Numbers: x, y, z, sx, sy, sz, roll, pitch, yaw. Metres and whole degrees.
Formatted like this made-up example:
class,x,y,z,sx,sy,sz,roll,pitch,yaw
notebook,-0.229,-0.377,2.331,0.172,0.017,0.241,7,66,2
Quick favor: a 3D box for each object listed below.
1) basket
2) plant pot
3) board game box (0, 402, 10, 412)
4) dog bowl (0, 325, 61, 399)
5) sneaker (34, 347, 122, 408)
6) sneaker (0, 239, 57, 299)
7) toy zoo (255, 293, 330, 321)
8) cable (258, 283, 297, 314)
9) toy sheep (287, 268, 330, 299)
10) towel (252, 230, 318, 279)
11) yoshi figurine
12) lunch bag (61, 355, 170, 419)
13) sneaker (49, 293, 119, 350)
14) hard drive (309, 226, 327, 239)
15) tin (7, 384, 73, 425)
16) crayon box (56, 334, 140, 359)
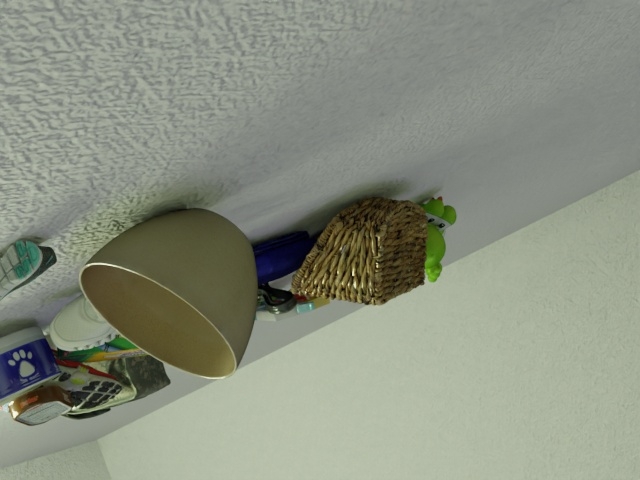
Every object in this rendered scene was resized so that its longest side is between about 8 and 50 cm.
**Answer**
class,x,y,z,sx,sy,sz,roll,pitch,yaw
basket,0.088,0.009,1.882,0.223,0.214,0.299,6,-170,27
plant pot,-0.210,0.060,1.362,0.191,0.284,0.284,-59,-172,-30
board game box,-0.675,0.327,1.865,0.194,0.060,0.194,13,175,6
dog bowl,-0.638,0.268,1.632,0.264,0.104,0.265,-28,178,-1
sneaker,-0.545,0.289,1.896,0.107,0.118,0.279,-36,146,8
sneaker,-0.453,0.054,1.249,0.166,0.065,0.076,-26,173,19
toy zoo,-0.109,0.183,2.363,0.192,0.030,0.293,-15,-173,-39
cable,-0.133,0.136,2.004,0.139,0.072,0.287,-27,-156,-38
toy sheep,-0.031,0.107,2.289,0.132,0.091,0.091,-34,168,6
towel,-0.170,0.062,1.860,0.308,0.076,0.227,-16,173,-39
yoshi figurine,0.214,0.028,2.184,0.203,0.203,0.362,-10,160,-30
lunch bag,-0.559,0.350,2.134,0.287,0.169,0.235,-18,173,8
sneaker,-0.362,0.099,1.563,0.292,0.110,0.118,-30,163,-16
hard drive,0.000,0.000,2.026,0.135,0.022,0.094,-32,167,32
tin,-0.570,0.340,1.756,0.106,0.040,0.190,-27,164,-10
crayon box,-0.392,0.198,1.800,0.278,0.081,0.165,-8,169,3
